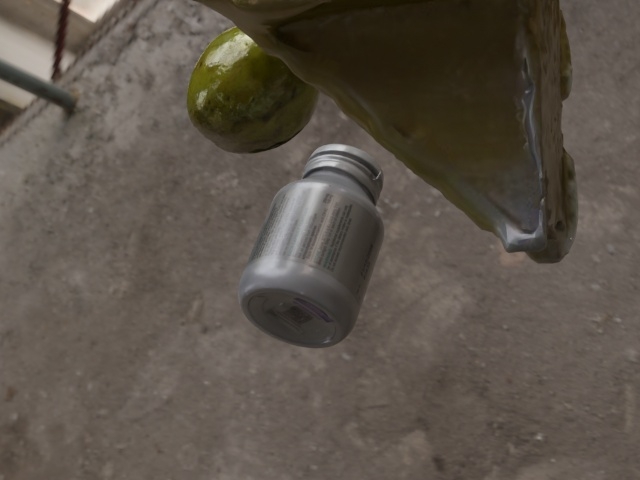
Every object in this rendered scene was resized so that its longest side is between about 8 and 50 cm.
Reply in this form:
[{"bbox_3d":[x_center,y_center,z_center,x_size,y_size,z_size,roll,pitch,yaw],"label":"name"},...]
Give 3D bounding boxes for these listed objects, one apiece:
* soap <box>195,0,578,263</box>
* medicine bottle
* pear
[{"bbox_3d":[-0.046,-0.135,0.559,0.338,0.169,0.304,0,96,19],"label":"soap"},{"bbox_3d":[0.000,0.000,1.219,0.135,0.135,0.215,-4,50,33],"label":"medicine bottle"},{"bbox_3d":[-0.056,-0.127,0.907,0.131,0.107,0.107,-38,59,25],"label":"pear"}]
